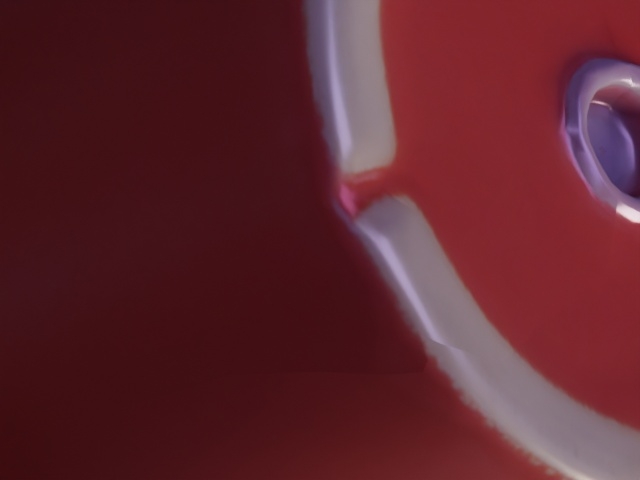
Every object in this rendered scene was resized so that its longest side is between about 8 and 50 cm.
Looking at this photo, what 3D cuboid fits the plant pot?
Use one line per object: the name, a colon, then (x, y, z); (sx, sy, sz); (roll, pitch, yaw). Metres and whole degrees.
plant pot: (0.000, 0.000, 0.494); (0.275, 0.243, 0.274); (14, 67, -37)
